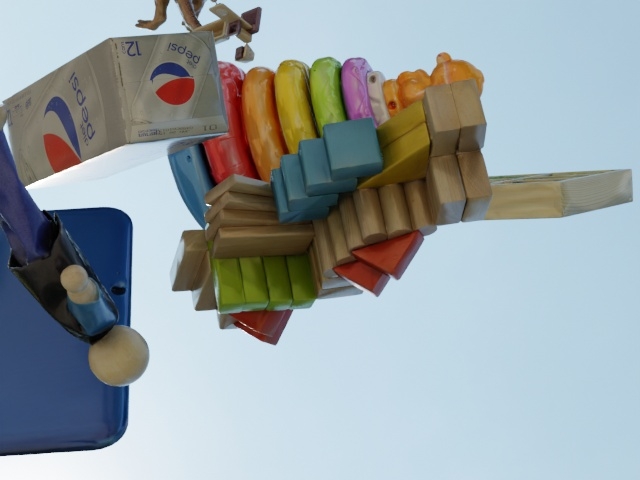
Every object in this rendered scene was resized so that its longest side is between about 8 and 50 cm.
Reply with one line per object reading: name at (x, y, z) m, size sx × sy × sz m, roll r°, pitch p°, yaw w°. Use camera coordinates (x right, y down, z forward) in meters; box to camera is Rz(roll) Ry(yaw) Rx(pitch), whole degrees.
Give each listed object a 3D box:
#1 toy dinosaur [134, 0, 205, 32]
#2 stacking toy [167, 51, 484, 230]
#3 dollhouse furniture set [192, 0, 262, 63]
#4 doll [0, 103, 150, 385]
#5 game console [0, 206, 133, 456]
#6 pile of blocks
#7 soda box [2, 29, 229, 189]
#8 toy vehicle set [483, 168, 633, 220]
toy dinosaur at (-0.202, -0.433, 2.303) m, size 0.295 × 0.127 × 0.200 m, roll -98°, pitch -149°, yaw -48°
stacking toy at (0.012, -0.120, 1.449) m, size 0.302 × 0.166 × 0.175 m, roll -15°, pitch -85°, yaw 14°
dollhouse furniture set at (-0.153, -0.285, 2.054) m, size 0.114 × 0.081 × 0.091 m, roll -15°, pitch -122°, yaw 37°
doll at (-0.160, 0.010, 0.883) m, size 0.046 × 0.189 × 0.129 m, roll -36°, pitch -159°, yaw -19°
game console at (-0.291, 0.118, 1.270) m, size 0.250 × 0.173 × 0.293 m, roll -54°, pitch -154°, yaw 31°
pile of blocks at (0.000, 0.000, 1.235) m, size 0.362 × 0.149 × 0.112 m, roll -36°, pitch -125°, yaw 41°
soda box at (-0.190, -0.111, 1.335) m, size 0.286 × 0.098 × 0.091 m, roll -11°, pitch -92°, yaw 59°
toy vehicle set at (0.168, -0.045, 1.559) m, size 0.267 × 0.166 × 0.035 m, roll -2°, pitch -85°, yaw 35°
